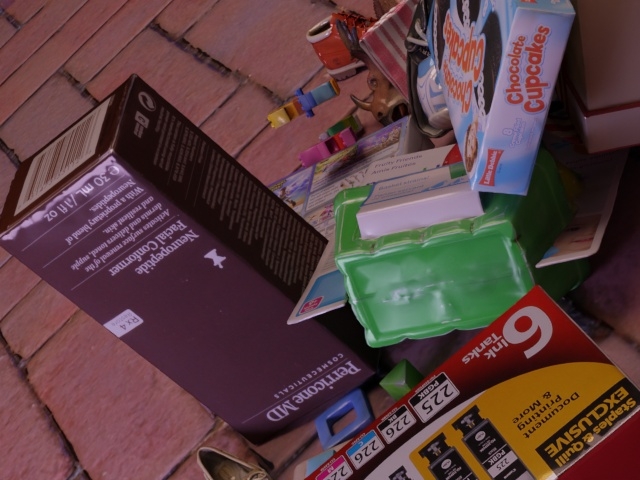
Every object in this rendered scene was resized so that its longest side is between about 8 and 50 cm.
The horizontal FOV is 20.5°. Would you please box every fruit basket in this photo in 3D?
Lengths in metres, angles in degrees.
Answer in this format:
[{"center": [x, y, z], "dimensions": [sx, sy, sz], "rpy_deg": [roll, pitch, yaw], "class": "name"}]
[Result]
[{"center": [0.150, -0.045, 1.808], "dimensions": [0.327, 0.165, 0.353], "rpy_deg": [-12, 30, 24], "class": "fruit basket"}]

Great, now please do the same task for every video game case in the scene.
[{"center": [0.000, 0.000, 2.074], "dimensions": [0.269, 0.061, 0.244], "rpy_deg": [-25, 34, 31], "class": "video game case"}]

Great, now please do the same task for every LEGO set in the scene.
[{"center": [-0.012, -0.144, 2.158], "dimensions": [0.093, 0.087, 0.227], "rpy_deg": [-27, 5, 7], "class": "LEGO set"}]

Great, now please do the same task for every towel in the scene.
[{"center": [0.162, -0.250, 2.123], "dimensions": [0.197, 0.144, 0.029], "rpy_deg": [-40, 3, 6], "class": "towel"}]

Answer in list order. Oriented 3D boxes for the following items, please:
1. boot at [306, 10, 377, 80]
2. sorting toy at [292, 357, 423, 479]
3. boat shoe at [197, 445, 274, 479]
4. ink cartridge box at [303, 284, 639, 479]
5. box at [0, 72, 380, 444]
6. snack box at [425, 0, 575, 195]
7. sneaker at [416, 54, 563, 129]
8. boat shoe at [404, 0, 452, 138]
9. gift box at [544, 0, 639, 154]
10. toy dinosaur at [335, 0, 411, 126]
[{"center": [0.055, -0.276, 2.360], "dimensions": [0.158, 0.084, 0.059], "rpy_deg": [-22, 32, 31], "class": "boot"}, {"center": [0.036, 0.243, 1.705], "dimensions": [0.196, 0.047, 0.348], "rpy_deg": [-31, 30, 23], "class": "sorting toy"}, {"center": [-0.083, 0.254, 1.845], "dimensions": [0.056, 0.048, 0.153], "rpy_deg": [-47, 28, -7], "class": "boat shoe"}, {"center": [0.149, 0.230, 1.456], "dimensions": [0.309, 0.130, 0.272], "rpy_deg": [-40, 34, 1], "class": "ink cartridge box"}, {"center": [-0.129, 0.028, 1.846], "dimensions": [0.191, 0.381, 0.143], "rpy_deg": [-34, 30, 31], "class": "box"}, {"center": [0.165, -0.204, 1.692], "dimensions": [0.322, 0.060, 0.187], "rpy_deg": [-99, 17, -57], "class": "snack box"}, {"center": [0.210, -0.173, 1.901], "dimensions": [0.237, 0.086, 0.085], "rpy_deg": [-9, -4, -30], "class": "sneaker"}, {"center": [0.155, -0.224, 1.953], "dimensions": [0.121, 0.335, 0.119], "rpy_deg": [32, 65, 23], "class": "boat shoe"}, {"center": [0.315, -0.236, 1.745], "dimensions": [0.276, 0.258, 0.255], "rpy_deg": [-10, 31, 4], "class": "gift box"}, {"center": [0.110, -0.302, 2.270], "dimensions": [0.200, 0.127, 0.296], "rpy_deg": [-27, 34, 23], "class": "toy dinosaur"}]
